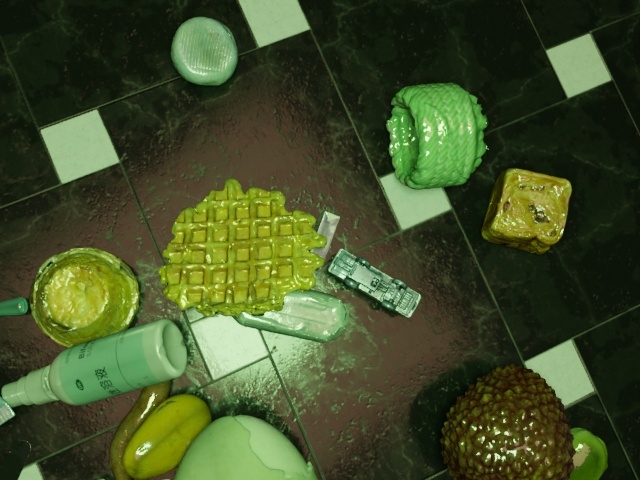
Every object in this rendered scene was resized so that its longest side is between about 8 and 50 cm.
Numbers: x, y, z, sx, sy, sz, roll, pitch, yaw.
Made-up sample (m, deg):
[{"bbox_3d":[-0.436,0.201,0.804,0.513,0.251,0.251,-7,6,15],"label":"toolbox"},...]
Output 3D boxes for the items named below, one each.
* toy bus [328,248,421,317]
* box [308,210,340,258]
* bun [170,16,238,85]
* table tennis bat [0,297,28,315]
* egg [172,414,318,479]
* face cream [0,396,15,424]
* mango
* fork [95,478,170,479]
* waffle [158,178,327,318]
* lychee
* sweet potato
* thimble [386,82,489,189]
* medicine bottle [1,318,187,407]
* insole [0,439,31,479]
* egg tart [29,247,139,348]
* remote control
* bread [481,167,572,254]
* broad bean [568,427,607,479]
[{"bbox_3d":[0.106,0.090,1.276,0.190,0.075,0.064,31,79,-1],"label":"toy bus"},{"bbox_3d":[0.000,0.000,1.287,0.036,0.050,0.117,21,79,-11],"label":"box"},{"bbox_3d":[-0.240,-0.386,1.291,0.141,0.083,0.141,1,88,-16],"label":"bun"},{"bbox_3d":[-0.664,0.137,1.198,0.201,0.033,0.124,-7,86,-3],"label":"table tennis bat"},{"bbox_3d":[-0.129,0.475,1.096,0.278,0.278,0.336,0,89,-7],"label":"egg"},{"bbox_3d":[-0.722,0.199,1.137,0.135,0.086,0.385,-34,88,-13],"label":"face cream"},{"bbox_3d":[-0.283,0.360,1.149,0.098,0.195,0.137,28,116,26],"label":"mango"},{"bbox_3d":[-0.360,0.452,1.152,0.219,0.028,0.034,-17,93,24],"label":"fork"},{"bbox_3d":[-0.153,0.028,1.224,0.312,0.060,0.307,28,71,17],"label":"waffle"},{"bbox_3d":[0.364,0.364,1.202,0.271,0.271,0.271,1,83,-7],"label":"lychee"},{"bbox_3d":[-0.348,0.348,1.196,0.067,0.059,0.281,29,83,-43],"label":"sweet potato"},{"bbox_3d":[0.230,-0.213,1.268,0.150,0.219,0.219,-8,84,-11],"label":"thimble"},{"bbox_3d":[-0.424,0.241,1.147,0.352,0.110,0.110,-18,85,11],"label":"medicine bottle"},{"bbox_3d":[-0.596,0.449,1.180,0.053,0.002,0.153,24,81,-4],"label":"insole"},{"bbox_3d":[-0.456,0.110,1.201,0.212,0.090,0.213,1,79,-5],"label":"egg tart"},{"bbox_3d":[-0.065,0.140,1.263,0.247,0.052,0.104,12,83,-8],"label":"remote control"},{"bbox_3d":[0.427,-0.062,1.303,0.149,0.143,0.158,18,81,2],"label":"bread"},{"bbox_3d":[0.508,0.460,1.284,0.174,0.082,0.124,-37,88,0],"label":"broad bean"}]
